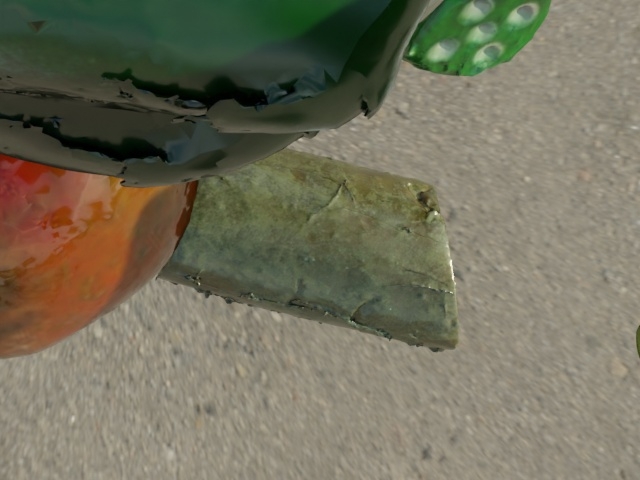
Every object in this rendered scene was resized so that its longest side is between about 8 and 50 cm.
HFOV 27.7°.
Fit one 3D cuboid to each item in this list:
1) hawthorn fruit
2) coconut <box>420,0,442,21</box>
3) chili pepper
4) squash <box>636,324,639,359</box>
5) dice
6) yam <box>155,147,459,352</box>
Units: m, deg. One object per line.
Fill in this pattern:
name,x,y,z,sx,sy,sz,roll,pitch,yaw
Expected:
hawthorn fruit,-0.205,-0.072,0.793,0.277,0.298,0.277,1,82,-6
coconut,-0.035,-0.236,0.790,0.247,0.245,0.245,19,94,-37
chili pepper,-0.084,-0.143,0.464,0.256,0.233,0.249,17,102,-11
squash,0.369,0.136,0.946,0.252,0.169,0.093,38,60,-23
dice,0.118,-0.226,1.158,0.131,0.120,0.128,-1,53,-35
yam,0.000,0.000,1.275,0.304,0.168,0.168,13,95,-1
